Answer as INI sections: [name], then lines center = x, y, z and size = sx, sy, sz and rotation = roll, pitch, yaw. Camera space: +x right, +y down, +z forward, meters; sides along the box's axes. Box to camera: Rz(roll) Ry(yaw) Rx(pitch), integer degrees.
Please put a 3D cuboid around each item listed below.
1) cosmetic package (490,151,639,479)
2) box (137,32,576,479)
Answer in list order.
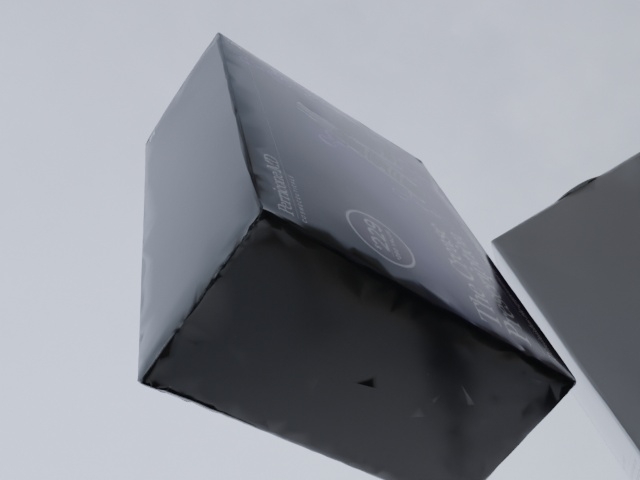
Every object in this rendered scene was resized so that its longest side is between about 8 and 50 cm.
[cosmetic package]
center = 0.331, 0.115, 0.698
size = 0.197, 0.155, 0.365
rotation = -29, -122, 4
[box]
center = 0.000, 0.000, 0.457
size = 0.184, 0.103, 0.261
rotation = 26, -159, -24
